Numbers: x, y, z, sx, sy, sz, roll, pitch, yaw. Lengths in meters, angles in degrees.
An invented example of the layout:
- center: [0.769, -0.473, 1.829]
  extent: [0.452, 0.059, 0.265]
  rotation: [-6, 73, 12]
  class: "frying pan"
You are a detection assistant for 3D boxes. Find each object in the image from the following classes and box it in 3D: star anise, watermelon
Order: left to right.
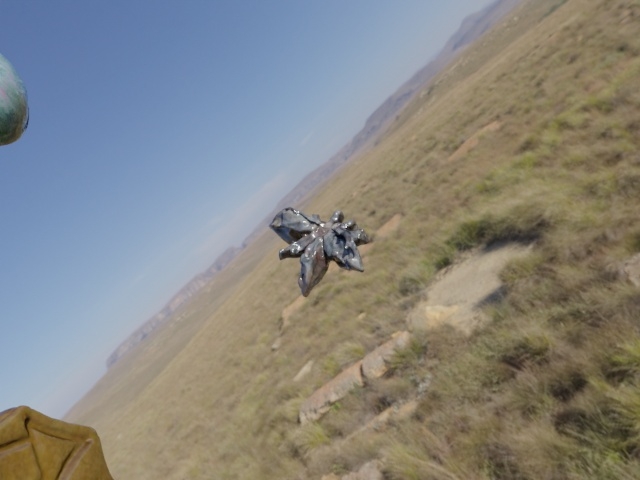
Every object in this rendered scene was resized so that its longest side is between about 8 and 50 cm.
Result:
- center: [-0.814, -0.382, 1.177]
  extent: [0.188, 0.322, 0.175]
  rotation: [1, -23, -41]
  class: "watermelon"
- center: [0.002, 0.003, 1.034]
  extent: [0.198, 0.111, 0.258]
  rotation: [-21, 40, -3]
  class: "star anise"

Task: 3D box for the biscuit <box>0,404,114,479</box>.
- center: [-0.178, 0.189, 0.278]
  extent: [0.034, 0.182, 0.215]
  rotation: [-18, -11, 17]
  class: "biscuit"
